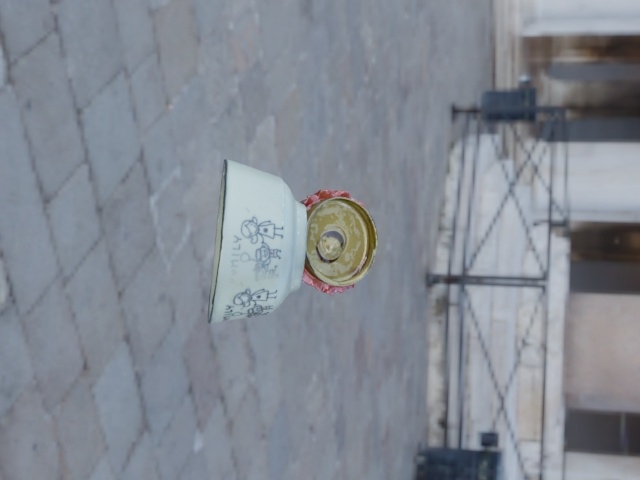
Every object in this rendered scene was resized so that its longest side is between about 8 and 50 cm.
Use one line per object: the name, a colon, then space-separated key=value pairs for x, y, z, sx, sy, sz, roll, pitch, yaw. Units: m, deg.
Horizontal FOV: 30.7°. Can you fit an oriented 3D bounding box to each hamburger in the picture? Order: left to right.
hamburger: x=-0.001 y=-0.003 z=1.905 sx=0.175 sy=0.137 sz=0.175 roll=-4 pitch=97 yaw=-32

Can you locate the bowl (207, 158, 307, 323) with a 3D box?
bowl: x=-0.089 y=0.005 z=1.660 sx=0.238 sy=0.126 sz=0.238 roll=-176 pitch=-90 yaw=-83
